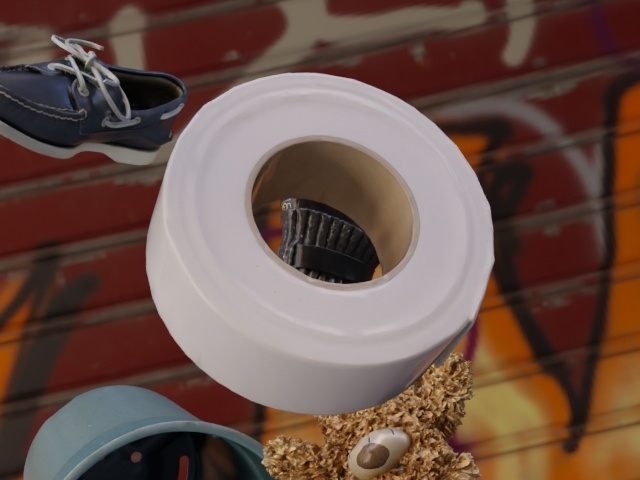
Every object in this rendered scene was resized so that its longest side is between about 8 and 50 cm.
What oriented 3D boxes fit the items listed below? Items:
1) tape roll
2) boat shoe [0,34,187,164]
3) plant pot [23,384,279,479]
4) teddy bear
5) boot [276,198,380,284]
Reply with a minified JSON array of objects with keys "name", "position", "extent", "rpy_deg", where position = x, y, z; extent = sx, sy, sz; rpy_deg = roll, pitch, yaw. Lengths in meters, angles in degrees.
[{"name":"tape roll","position":[0.000,0.000,1.105],"extent":[0.286,0.286,0.100],"rpy_deg":[-10,-27,-23]},{"name":"boat shoe","position":[-0.187,-0.112,1.037],"extent":[0.079,0.095,0.254],"rpy_deg":[-52,-24,15]},{"name":"plant pot","position":[-0.230,0.347,1.673],"extent":[0.341,0.341,0.334],"rpy_deg":[-10,13,-20]},{"name":"teddy bear","position":[0.058,0.190,1.449],"extent":[0.245,0.113,0.338],"rpy_deg":[-4,34,11]},{"name":"boot","position":[0.075,0.029,1.968],"extent":[0.348,0.260,0.131],"rpy_deg":[6,-21,-28]}]
